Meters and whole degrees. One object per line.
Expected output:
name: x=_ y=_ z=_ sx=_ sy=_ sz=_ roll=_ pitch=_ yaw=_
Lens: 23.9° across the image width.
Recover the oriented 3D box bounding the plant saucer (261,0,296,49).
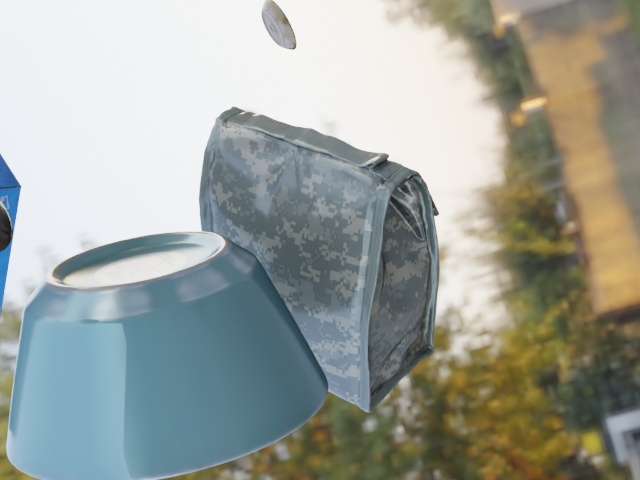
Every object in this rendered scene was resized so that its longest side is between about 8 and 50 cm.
plant saucer: x=-0.063 y=-0.307 z=2.167 sx=0.083 sy=0.015 sz=0.083 roll=52 pitch=164 yaw=22

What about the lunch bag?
lunch bag: x=0.000 y=0.000 z=1.637 sx=0.169 sy=0.235 sz=0.287 roll=-39 pitch=-39 yaw=-42

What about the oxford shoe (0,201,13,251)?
oxford shoe: x=-0.330 y=-0.039 z=1.204 sx=0.227 sy=0.083 sz=0.096 roll=31 pitch=175 yaw=35

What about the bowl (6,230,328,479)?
bowl: x=-0.158 y=0.093 z=1.429 sx=0.311 sy=0.312 sz=0.163 roll=-73 pitch=-26 yaw=-73

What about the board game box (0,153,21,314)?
board game box: x=-0.417 y=-0.010 z=1.547 sx=0.308 sy=0.086 sz=0.302 roll=51 pitch=136 yaw=41
